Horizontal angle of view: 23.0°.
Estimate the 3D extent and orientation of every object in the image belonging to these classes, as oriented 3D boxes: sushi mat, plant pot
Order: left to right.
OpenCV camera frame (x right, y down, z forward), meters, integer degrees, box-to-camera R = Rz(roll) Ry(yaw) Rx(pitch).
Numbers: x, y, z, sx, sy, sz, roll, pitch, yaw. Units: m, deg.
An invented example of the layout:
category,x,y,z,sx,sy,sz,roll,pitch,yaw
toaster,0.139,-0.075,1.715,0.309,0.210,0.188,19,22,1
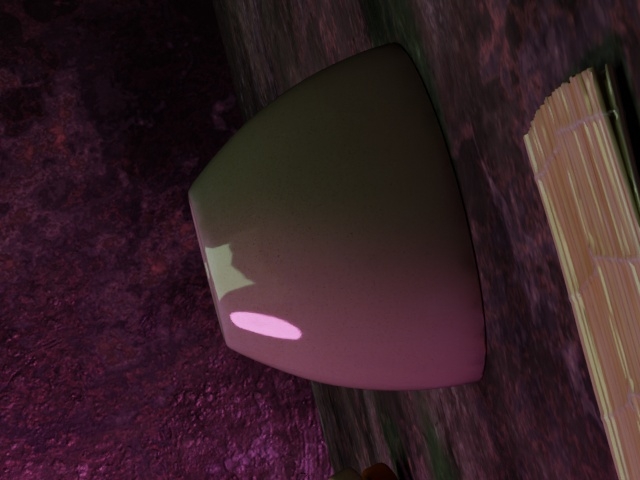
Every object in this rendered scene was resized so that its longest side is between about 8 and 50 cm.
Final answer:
category,x,y,z,sx,sy,sz,roll,pitch,yaw
plant pot,0.000,0.000,1.267,0.284,0.191,0.284,166,90,-84
sushi mat,0.156,0.079,0.751,0.151,0.019,0.316,113,143,-83

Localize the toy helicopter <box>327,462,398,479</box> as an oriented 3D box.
category,x,y,z,sx,sy,sz,roll,pitch,yaw
toy helicopter,0.103,0.441,1.912,0.355,0.140,0.235,65,165,3
